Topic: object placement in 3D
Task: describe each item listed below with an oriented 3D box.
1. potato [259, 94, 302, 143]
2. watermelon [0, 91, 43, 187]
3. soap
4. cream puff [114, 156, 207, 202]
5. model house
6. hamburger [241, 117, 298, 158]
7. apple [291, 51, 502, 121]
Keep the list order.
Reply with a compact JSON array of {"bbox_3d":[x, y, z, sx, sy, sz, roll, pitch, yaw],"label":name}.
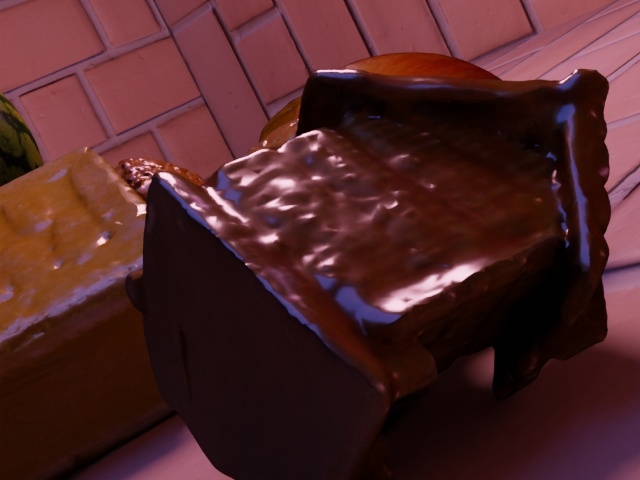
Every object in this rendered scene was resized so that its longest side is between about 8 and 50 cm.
[{"bbox_3d":[0.006,-0.173,1.797,0.195,0.177,0.369,12,8,-17],"label":"potato"},{"bbox_3d":[-0.429,-0.056,1.046,0.285,0.285,0.285,-26,9,4],"label":"watermelon"},{"bbox_3d":[-0.270,0.081,0.845,0.335,0.156,0.293,-30,36,-12],"label":"soap"},{"bbox_3d":[-0.256,0.011,1.235,0.303,0.212,0.303,-23,3,1],"label":"cream puff"},{"bbox_3d":[0.037,0.019,0.530,0.229,0.220,0.199,-25,-34,-23],"label":"model house"},{"bbox_3d":[0.048,-0.048,0.690,0.207,0.136,0.155,5,-7,-18],"label":"hamburger"},{"bbox_3d":[0.107,-0.130,1.184,0.254,0.179,0.346,23,35,16],"label":"apple"}]
